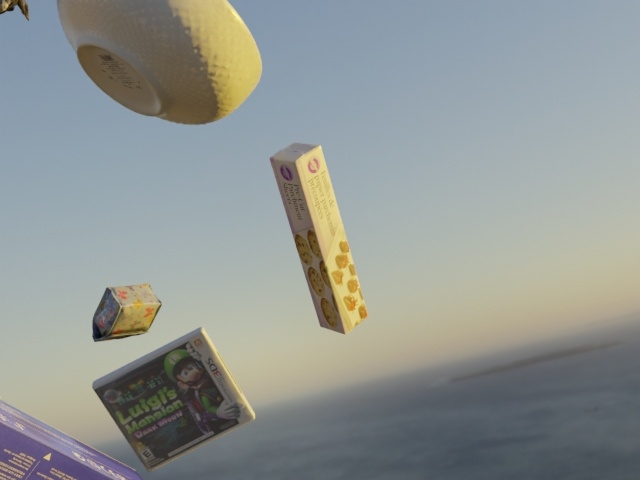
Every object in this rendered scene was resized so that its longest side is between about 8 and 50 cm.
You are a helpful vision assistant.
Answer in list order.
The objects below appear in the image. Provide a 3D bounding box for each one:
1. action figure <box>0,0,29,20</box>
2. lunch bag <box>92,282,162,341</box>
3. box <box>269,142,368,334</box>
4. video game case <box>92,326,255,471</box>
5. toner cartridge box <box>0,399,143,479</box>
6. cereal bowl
[{"bbox_3d":[-0.595,-0.386,1.812,0.276,0.141,0.164,-12,-33,11],"label":"action figure"},{"bbox_3d":[-0.262,0.103,1.455,0.071,0.053,0.083,-2,-45,-44],"label":"lunch bag"},{"bbox_3d":[0.000,0.000,1.760,0.067,0.324,0.063,12,37,44],"label":"box"},{"bbox_3d":[-0.222,0.244,1.653,0.190,0.173,0.022,-27,20,3],"label":"video game case"},{"bbox_3d":[-0.313,0.240,1.008,0.075,0.165,0.348,33,-8,44],"label":"toner cartridge box"},{"bbox_3d":[-0.266,-0.291,1.650,0.141,0.339,0.339,-56,10,-20],"label":"cereal bowl"}]
